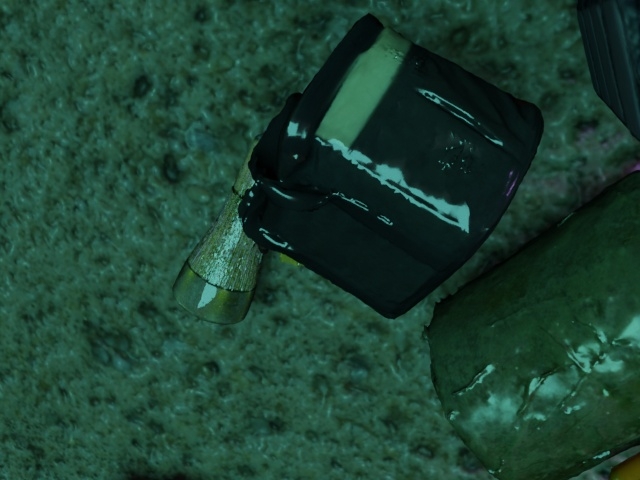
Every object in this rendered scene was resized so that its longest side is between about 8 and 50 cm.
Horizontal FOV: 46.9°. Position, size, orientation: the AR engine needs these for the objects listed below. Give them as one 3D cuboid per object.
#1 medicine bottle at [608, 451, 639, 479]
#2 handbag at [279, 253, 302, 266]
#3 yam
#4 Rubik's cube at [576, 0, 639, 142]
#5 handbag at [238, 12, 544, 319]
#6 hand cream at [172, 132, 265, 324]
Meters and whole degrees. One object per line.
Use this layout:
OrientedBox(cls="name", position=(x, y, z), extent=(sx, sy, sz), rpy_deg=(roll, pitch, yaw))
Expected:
OrientedBox(cls="medicine bottle", position=(0.344, 0.206, 0.598), extent=(0.149, 0.222, 0.112), rpy_deg=(-35, 61, 24))
OrientedBox(cls="handbag", position=(0.000, 0.000, 0.754), extent=(0.083, 0.027, 0.061), rpy_deg=(8, 110, 17))
OrientedBox(cls="yam", position=(0.251, 0.062, 0.608), extent=(0.300, 0.195, 0.195), rpy_deg=(-37, 95, 26))
OrientedBox(cls="Rubik's cube", position=(0.295, -0.263, 0.393), extent=(0.337, 0.344, 0.344), rpy_deg=(-13, 102, 21))
OrientedBox(cls="handbag", position=(0.046, -0.058, 0.603), extent=(0.181, 0.181, 0.254), rpy_deg=(30, 159, 0))
OrientedBox(cls="hand cream", position=(-0.081, -0.015, 0.749), extent=(0.084, 0.084, 0.203), rpy_deg=(27, 110, 7))
